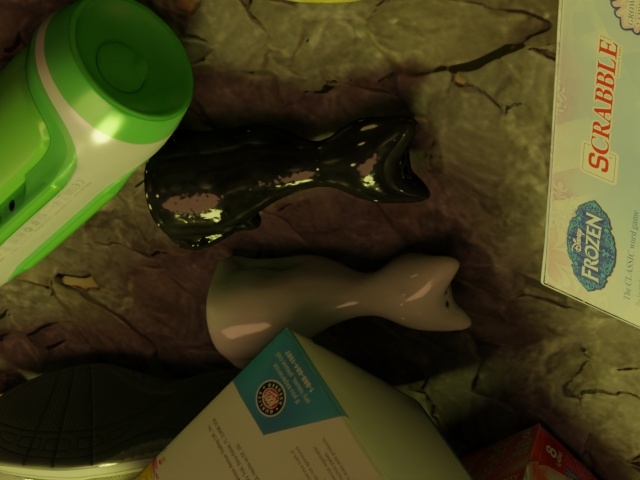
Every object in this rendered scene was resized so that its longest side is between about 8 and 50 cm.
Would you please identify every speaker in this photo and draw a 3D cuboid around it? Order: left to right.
[{"bbox_3d":[-0.223,-0.064,1.260,0.131,0.131,0.296,41,132,-16],"label":"speaker"}]

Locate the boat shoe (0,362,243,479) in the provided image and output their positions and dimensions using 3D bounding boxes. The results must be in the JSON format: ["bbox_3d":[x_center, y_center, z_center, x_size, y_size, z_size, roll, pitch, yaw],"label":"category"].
[{"bbox_3d":[-0.146,0.178,1.452,0.320,0.118,0.103,-6,135,11],"label":"boat shoe"}]

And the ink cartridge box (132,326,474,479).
[{"bbox_3d":[-0.023,0.250,1.280,0.270,0.198,0.197,-45,138,11],"label":"ink cartridge box"}]

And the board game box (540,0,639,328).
[{"bbox_3d":[0.295,-0.043,1.046,0.318,0.066,0.319,26,138,29],"label":"board game box"}]

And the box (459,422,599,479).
[{"bbox_3d":[0.125,0.277,1.428,0.128,0.123,0.257,44,131,-17],"label":"box"}]

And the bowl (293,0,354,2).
[{"bbox_3d":[-0.017,-0.249,0.998,0.289,0.156,0.289,10,132,12],"label":"bowl"}]

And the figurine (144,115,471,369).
[{"bbox_3d":[0.000,0.000,1.264,0.209,0.092,0.215,-7,128,21],"label":"figurine"}]

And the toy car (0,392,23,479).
[{"bbox_3d":[-0.311,0.256,1.551,0.210,0.219,0.238,-1,99,-7],"label":"toy car"}]
